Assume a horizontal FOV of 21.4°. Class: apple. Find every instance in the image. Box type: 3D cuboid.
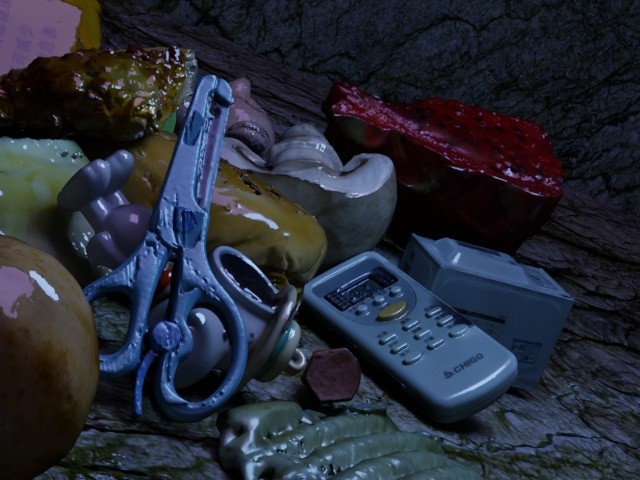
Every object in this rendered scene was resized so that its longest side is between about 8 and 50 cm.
[{"bbox_3d":[-0.315,-0.008,1.771,0.265,0.120,0.193,-6,64,-61],"label":"apple"}]

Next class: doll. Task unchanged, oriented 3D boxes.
[{"bbox_3d":[-0.137,0.030,1.748,0.208,0.144,0.271,-7,64,-44],"label":"doll"},{"bbox_3d":[-0.195,-0.195,2.524,0.303,0.156,0.201,28,-19,5],"label":"doll"}]

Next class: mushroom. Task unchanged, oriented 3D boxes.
[{"bbox_3d":[-0.034,-0.043,2.234,0.254,0.189,0.195,10,26,-7],"label":"mushroom"}]

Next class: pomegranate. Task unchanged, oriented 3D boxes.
[{"bbox_3d":[-0.270,0.092,1.295,0.207,0.207,0.207,24,14,-6],"label":"pomegranate"}]

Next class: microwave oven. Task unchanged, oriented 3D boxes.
[{"bbox_3d":[0.203,0.092,2.242,0.208,0.162,0.122,15,16,-23],"label":"microwave oven"}]

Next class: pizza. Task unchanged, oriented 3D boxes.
[{"bbox_3d":[-0.246,-0.175,1.942,0.289,0.081,0.229,-10,26,-27],"label":"pizza"}]

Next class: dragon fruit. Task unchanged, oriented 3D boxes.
[{"bbox_3d":[0.132,-0.053,2.326,0.329,0.286,0.228,19,34,-19],"label":"dragon fruit"}]

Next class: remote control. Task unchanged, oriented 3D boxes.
[{"bbox_3d":[0.104,0.117,2.079,0.140,0.056,0.296,-29,44,-26],"label":"remote control"}]

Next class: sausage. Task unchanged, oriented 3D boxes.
[{"bbox_3d":[0.010,0.147,1.830,0.065,0.065,0.169,26,-5,1],"label":"sausage"}]

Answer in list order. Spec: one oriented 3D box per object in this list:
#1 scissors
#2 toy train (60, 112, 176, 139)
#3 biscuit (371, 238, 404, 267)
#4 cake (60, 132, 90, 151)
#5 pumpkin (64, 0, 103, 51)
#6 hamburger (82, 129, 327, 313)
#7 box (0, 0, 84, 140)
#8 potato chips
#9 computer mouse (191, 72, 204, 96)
[{"bbox_3d":[-0.137,-0.003,1.679,0.180,0.393,0.032,19,-30,-12],"label":"scissors"},{"bbox_3d":[-0.285,-0.176,2.364,0.105,0.157,0.253,16,17,-37],"label":"toy train"},{"bbox_3d":[0.000,-0.001,2.393,0.309,0.079,0.186,26,11,5],"label":"biscuit"},{"bbox_3d":[-0.303,-0.122,2.100,0.116,0.185,0.079,12,54,-4],"label":"cake"},{"bbox_3d":[-0.443,-0.285,2.293,0.303,0.256,0.225,-1,24,-5],"label":"pumpkin"},{"bbox_3d":[-0.148,-0.016,1.997,0.304,0.174,0.284,31,9,13],"label":"hamburger"},{"bbox_3d":[-0.506,-0.236,2.020,0.415,0.116,0.264,20,52,-21],"label":"box"},{"bbox_3d":[0.110,0.241,1.614,0.389,0.097,0.373,11,3,-40],"label":"potato chips"},{"bbox_3d":[-0.262,-0.238,2.733,0.374,0.114,0.203,27,14,8],"label":"computer mouse"}]
